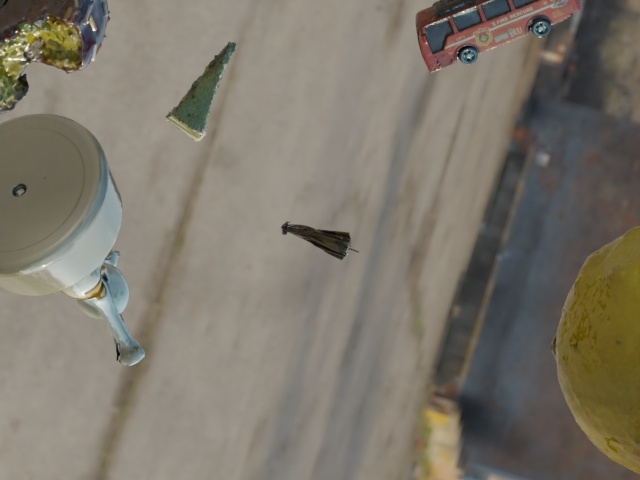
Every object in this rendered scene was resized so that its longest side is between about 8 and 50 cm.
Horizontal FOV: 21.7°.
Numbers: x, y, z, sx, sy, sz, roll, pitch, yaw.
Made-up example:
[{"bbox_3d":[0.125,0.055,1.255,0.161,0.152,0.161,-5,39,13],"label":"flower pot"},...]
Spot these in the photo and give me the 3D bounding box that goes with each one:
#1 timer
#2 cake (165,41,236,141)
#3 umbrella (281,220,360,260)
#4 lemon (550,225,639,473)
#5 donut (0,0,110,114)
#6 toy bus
[{"bbox_3d":[-0.249,0.014,1.685,0.266,0.175,0.175,60,45,-57],"label":"timer"},{"bbox_3d":[-0.153,-0.199,2.138,0.051,0.055,0.140,140,-29,-72],"label":"cake"},{"bbox_3d":[0.001,-0.002,1.682,0.031,0.083,0.020,109,4,-51],"label":"umbrella"},{"bbox_3d":[0.347,0.095,1.451,0.284,0.260,0.260,-30,-160,34],"label":"lemon"},{"bbox_3d":[-0.337,-0.236,1.836,0.230,0.216,0.096,-43,138,0],"label":"donut"},{"bbox_3d":[0.115,-0.149,1.101,0.031,0.110,0.043,-97,164,-58],"label":"toy bus"}]
